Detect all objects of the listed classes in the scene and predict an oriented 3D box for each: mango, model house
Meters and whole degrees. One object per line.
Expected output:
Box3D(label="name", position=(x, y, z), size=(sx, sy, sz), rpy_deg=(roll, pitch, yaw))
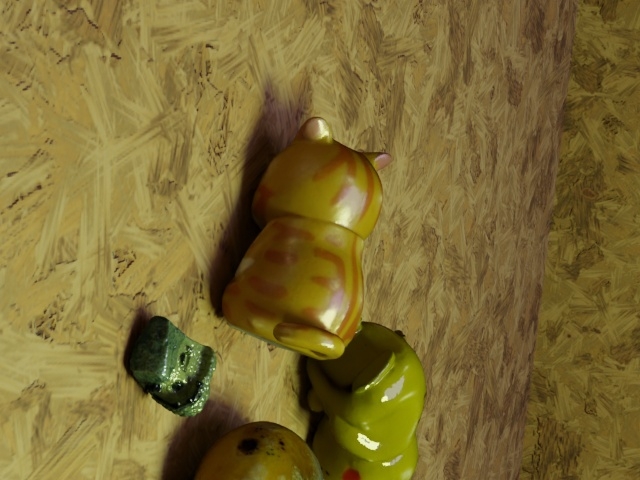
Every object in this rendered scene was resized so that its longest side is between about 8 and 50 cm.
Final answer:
Box3D(label="mango", position=(-0.064, 0.324, 1.283), size=(0.316, 0.146, 0.193), rpy_deg=(70, 34, -57))
Box3D(label="model house", position=(-0.151, 0.127, 1.096), size=(0.083, 0.066, 0.079), rpy_deg=(57, 45, -57))

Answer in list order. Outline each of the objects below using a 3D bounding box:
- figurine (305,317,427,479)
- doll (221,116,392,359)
Box3D(label="figurine", position=(0.066, 0.252, 1.549), size=(0.169, 0.218, 0.327), rpy_deg=(-14, 128, -21))
Box3D(label="doll", position=(-0.015, 0.011, 1.259), size=(0.166, 0.162, 0.270), rpy_deg=(29, 62, -51))
